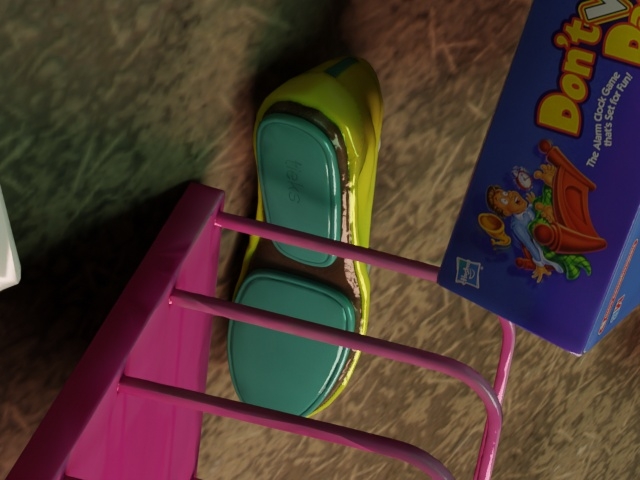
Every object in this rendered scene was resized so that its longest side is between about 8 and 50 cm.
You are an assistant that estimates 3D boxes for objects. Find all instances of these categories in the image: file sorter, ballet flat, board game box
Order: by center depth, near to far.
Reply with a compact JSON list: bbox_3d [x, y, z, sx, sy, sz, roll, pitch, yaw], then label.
[{"bbox_3d":[-0.029,0.151,0.826,0.291,0.182,0.202,-64,165,-53],"label":"file sorter"},{"bbox_3d":[0.183,-0.144,0.832,0.233,0.078,0.347,-30,142,-57],"label":"board game box"},{"bbox_3d":[0.000,0.000,0.951,0.231,0.077,0.077,96,21,-43],"label":"ballet flat"}]

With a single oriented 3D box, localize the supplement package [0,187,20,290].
[{"bbox_3d":[-0.221,-0.041,0.466,0.194,0.203,0.149,-34,148,-23],"label":"supplement package"}]
